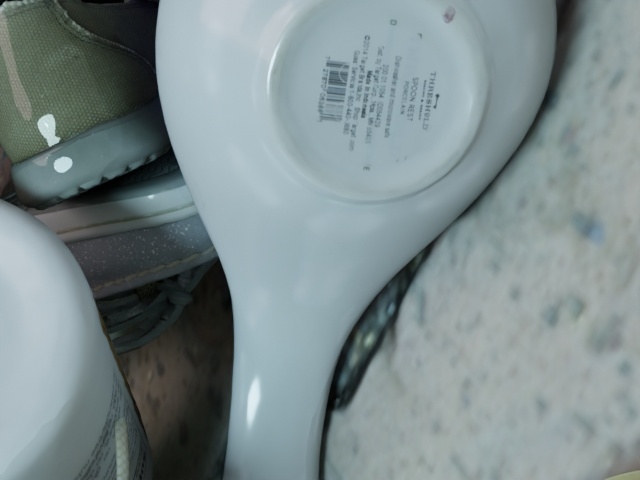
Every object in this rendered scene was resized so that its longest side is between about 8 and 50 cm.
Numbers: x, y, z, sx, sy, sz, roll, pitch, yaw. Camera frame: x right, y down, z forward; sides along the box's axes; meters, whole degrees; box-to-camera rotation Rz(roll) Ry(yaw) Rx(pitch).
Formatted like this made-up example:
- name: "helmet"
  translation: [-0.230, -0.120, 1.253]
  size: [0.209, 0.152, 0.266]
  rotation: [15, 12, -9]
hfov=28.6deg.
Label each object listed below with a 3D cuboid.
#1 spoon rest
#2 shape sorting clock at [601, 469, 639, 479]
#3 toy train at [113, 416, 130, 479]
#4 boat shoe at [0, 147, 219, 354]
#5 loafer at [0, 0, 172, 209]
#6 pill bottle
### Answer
- name: "spoon rest"
  translation: [0.000, 0.000, 0.448]
  size: [0.084, 0.137, 0.276]
  rotation: [-114, 33, -70]
- name: "shape sorting clock"
  translation: [0.087, 0.159, 0.303]
  size: [0.206, 0.040, 0.206]
  rotation: [-173, 90, -68]
- name: "toy train"
  translation: [-0.023, 0.161, 0.368]
  size: [0.143, 0.105, 0.248]
  rotation: [-12, 60, 28]
- name: "boat shoe"
  translation: [-0.119, 0.012, 0.646]
  size: [0.320, 0.118, 0.103]
  rotation: [-17, 107, 51]
- name: "loafer"
  translation: [-0.099, -0.092, 0.576]
  size: [0.094, 0.087, 0.251]
  rotation: [-24, 17, 4]
- name: "pill bottle"
  translation: [-0.139, 0.090, 0.525]
  size: [0.229, 0.131, 0.131]
  rotation: [87, 177, -59]
